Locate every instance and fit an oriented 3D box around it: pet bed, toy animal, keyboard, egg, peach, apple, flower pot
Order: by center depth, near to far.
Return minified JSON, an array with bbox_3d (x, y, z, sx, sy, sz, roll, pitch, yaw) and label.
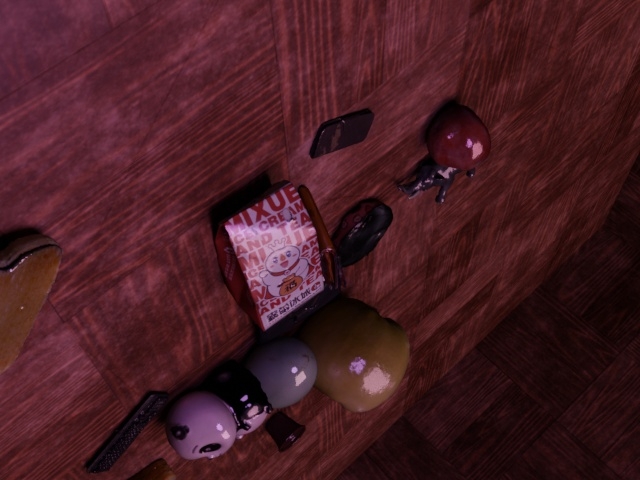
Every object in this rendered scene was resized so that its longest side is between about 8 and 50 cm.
[{"bbox_3d":[-0.421,0.421,1.817,0.230,0.025,0.093,-50,159,5],"label":"keyboard"},{"bbox_3d":[-0.246,0.408,1.917,0.235,0.165,0.187,-35,171,-33],"label":"toy animal"},{"bbox_3d":[0.325,-0.245,1.917,0.152,0.152,0.152,-38,155,-21],"label":"peach"},{"bbox_3d":[0.098,-0.016,1.987,0.201,0.053,0.201,-37,154,-22],"label":"pet bed"},{"bbox_3d":[-0.097,0.319,2.012,0.168,0.168,0.231,-29,173,-37],"label":"egg"},{"bbox_3d":[0.286,-0.157,2.057,0.269,0.082,0.137,-33,150,-21],"label":"toy animal"},{"bbox_3d":[0.065,0.281,2.150,0.233,0.295,0.258,32,89,-29],"label":"apple"},{"bbox_3d":[-0.112,0.570,2.504,0.111,0.089,0.111,-39,156,-21],"label":"flower pot"}]

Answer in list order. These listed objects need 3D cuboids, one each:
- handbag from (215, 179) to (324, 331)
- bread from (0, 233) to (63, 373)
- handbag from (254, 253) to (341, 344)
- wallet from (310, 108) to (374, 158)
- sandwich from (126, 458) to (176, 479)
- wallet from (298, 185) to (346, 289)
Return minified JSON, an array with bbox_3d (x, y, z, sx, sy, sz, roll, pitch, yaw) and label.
[{"bbox_3d":[-0.103,0.023,1.580,0.171,0.151,0.298,-34,150,-16],"label":"handbag"},{"bbox_3d":[-0.483,0.107,1.167,0.286,0.056,0.207,-57,158,21],"label":"bread"},{"bbox_3d":[-0.053,0.138,1.922,0.254,0.089,0.211,-36,163,-13],"label":"handbag"},{"bbox_3d":[0.044,-0.210,1.627,0.156,0.018,0.082,-23,147,-43],"label":"wallet"},{"bbox_3d":[-0.463,0.654,2.060,0.214,0.065,0.186,-26,149,-42],"label":"sandwich"},{"bbox_3d":[-0.002,0.002,1.708,0.042,0.161,0.195,-23,152,-3],"label":"wallet"}]
